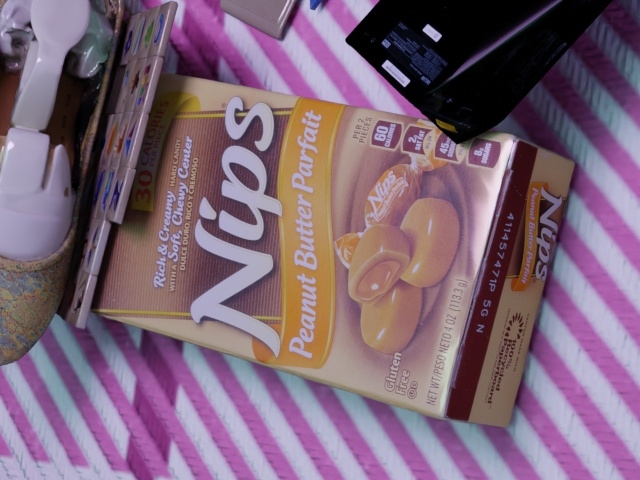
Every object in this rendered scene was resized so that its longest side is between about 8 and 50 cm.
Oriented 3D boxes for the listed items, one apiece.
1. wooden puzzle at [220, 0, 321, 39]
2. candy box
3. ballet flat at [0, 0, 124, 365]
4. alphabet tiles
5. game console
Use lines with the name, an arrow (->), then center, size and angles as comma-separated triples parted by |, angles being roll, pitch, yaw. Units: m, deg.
wooden puzzle -> -0.039, -0.194, 1.334 | 0.116, 0.014, 0.078 | 40, 108, 35
candy box -> 0.000, 0.000, 1.218 | 0.316, 0.088, 0.182 | 13, 88, 37
ballet flat -> -0.216, -0.082, 1.324 | 0.123, 0.123, 0.348 | -12, 56, 34
alphabet tiles -> -0.156, -0.055, 1.320 | 0.198, 0.009, 0.237 | -170, 94, -73
game console -> 0.075, -0.226, 1.199 | 0.213, 0.044, 0.361 | -47, 43, 7
